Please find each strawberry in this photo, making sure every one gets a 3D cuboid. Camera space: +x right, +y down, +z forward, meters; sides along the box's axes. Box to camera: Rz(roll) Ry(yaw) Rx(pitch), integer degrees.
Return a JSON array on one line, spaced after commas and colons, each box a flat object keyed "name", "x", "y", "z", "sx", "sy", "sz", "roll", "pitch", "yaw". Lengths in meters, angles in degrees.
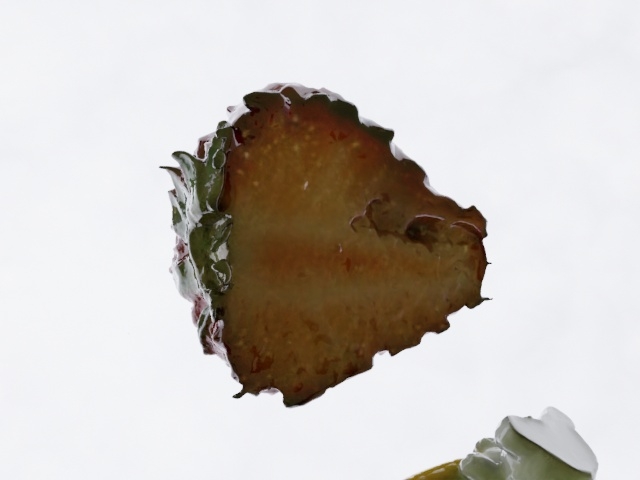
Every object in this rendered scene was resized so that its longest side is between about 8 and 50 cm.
[{"name": "strawberry", "x": -0.009, "y": -0.015, "z": 0.783, "sx": 0.280, "sy": 0.150, "sz": 0.253, "roll": -21, "pitch": -79, "yaw": -29}]

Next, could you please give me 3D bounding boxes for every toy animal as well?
[{"name": "toy animal", "x": 0.120, "y": 0.213, "z": 0.644, "sx": 0.127, "sy": 0.131, "sz": 0.181, "roll": 45, "pitch": -66, "yaw": 25}]
